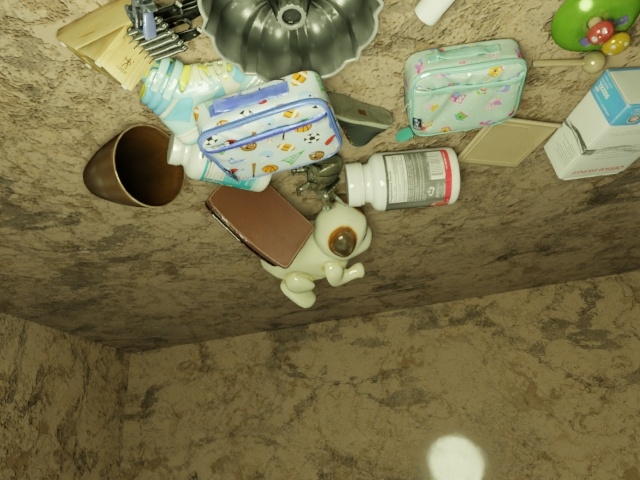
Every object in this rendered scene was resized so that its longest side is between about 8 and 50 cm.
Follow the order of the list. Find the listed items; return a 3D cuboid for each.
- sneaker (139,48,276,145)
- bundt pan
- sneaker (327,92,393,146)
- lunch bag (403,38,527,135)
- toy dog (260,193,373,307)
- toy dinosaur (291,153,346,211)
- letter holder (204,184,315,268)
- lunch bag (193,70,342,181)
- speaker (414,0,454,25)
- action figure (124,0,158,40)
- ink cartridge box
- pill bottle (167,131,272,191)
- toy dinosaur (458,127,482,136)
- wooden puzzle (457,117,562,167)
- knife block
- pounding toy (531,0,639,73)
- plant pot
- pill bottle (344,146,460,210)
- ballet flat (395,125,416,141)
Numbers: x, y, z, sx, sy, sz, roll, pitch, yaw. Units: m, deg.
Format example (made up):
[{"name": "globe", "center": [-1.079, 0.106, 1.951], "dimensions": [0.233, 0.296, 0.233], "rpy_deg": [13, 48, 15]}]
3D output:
[{"name": "sneaker", "center": [-0.263, -0.358, 1.033], "dimensions": [0.319, 0.127, 0.208], "rpy_deg": [-31, 134, 22]}, {"name": "bundt pan", "center": [-0.055, -0.451, 0.875], "dimensions": [0.332, 0.124, 0.330], "rpy_deg": [-4, 153, -2]}, {"name": "sneaker", "center": [0.070, -0.304, 1.240], "dimensions": [0.222, 0.083, 0.118], "rpy_deg": [9, 151, -28]}, {"name": "lunch bag", "center": [0.335, -0.364, 1.138], "dimensions": [0.280, 0.107, 0.224], "rpy_deg": [-8, 154, 6]}, {"name": "toy dog", "center": [0.000, 0.000, 1.690], "dimensions": [0.396, 0.284, 0.408], "rpy_deg": [37, 133, -27]}, {"name": "toy dinosaur", "center": [0.004, -0.212, 1.414], "dimensions": [0.161, 0.120, 0.313], "rpy_deg": [-12, 151, -14]}, {"name": "letter holder", "center": [-0.204, -0.045, 1.419], "dimensions": [0.302, 0.214, 0.152], "rpy_deg": [42, 137, -12]}, {"name": "lunch bag", "center": [-0.116, -0.239, 1.030], "dimensions": [0.304, 0.114, 0.243], "rpy_deg": [-16, 161, 8]}, {"name": "speaker", "center": [0.247, -0.491, 0.927], "dimensions": [0.055, 0.055, 0.136], "rpy_deg": [10, 149, -28]}, {"name": "action figure", "center": [-0.350, -0.455, 0.683], "dimensions": [0.331, 0.178, 0.341], "rpy_deg": [8, 129, 11]}, {"name": "ink cartridge box", "center": [0.803, -0.312, 1.290], "dimensions": [0.224, 0.128, 0.307], "rpy_deg": [-8, 154, -10]}, {"name": "pill bottle", "center": [-0.267, -0.223, 1.271], "dimensions": [0.264, 0.146, 0.146], "rpy_deg": [10, 150, -26]}, {"name": "toy dinosaur", "center": [0.408, -0.332, 1.320], "dimensions": [0.082, 0.047, 0.090], "rpy_deg": [19, 112, -22]}, {"name": "wooden puzzle", "center": [0.545, -0.293, 1.403], "dimensions": [0.221, 0.044, 0.238], "rpy_deg": [3, 157, -16]}, {"name": "knife block", "center": [-0.361, -0.429, 0.933], "dimensions": [0.276, 0.242, 0.088], "rpy_deg": [33, 173, 33]}, {"name": "pounding toy", "center": [0.603, -0.440, 1.035], "dimensions": [0.183, 0.110, 0.236], "rpy_deg": [-3, 153, -4]}, {"name": "plant pot", "center": [-0.524, -0.181, 1.274], "dimensions": [0.231, 0.215, 0.215], "rpy_deg": [-5, 158, 34]}, {"name": "pill bottle", "center": [0.237, -0.180, 1.417], "dimensions": [0.319, 0.176, 0.176], "rpy_deg": [-5, 154, 0]}, {"name": "ballet flat", "center": [0.264, -0.306, 1.324], "dimensions": [0.041, 0.041, 0.114], "rpy_deg": [19, 145, -40]}]
